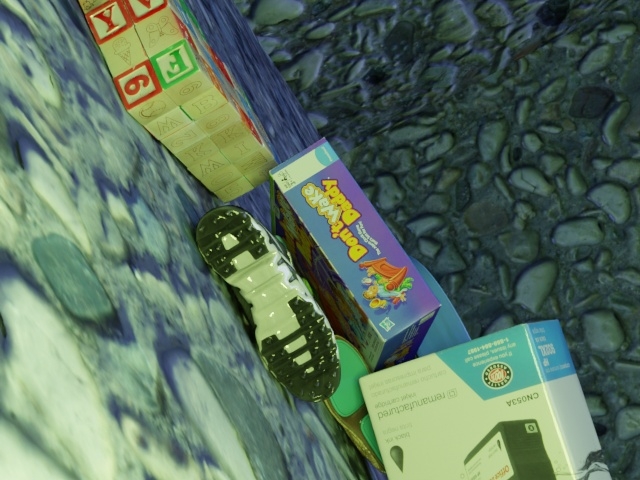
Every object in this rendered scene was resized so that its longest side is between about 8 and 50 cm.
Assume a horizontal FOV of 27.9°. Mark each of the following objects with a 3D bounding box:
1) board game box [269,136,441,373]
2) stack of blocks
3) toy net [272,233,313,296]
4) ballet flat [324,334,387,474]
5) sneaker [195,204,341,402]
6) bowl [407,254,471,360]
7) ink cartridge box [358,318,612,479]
[{"bbox_3d":[0.033,0.043,1.577,0.233,0.078,0.347,56,-10,13],"label":"board game box"},{"bbox_3d":[-0.152,-0.176,1.449,0.171,0.087,0.297,64,6,23],"label":"stack of blocks"},{"bbox_3d":[-0.046,0.067,1.487,0.122,0.045,0.232,62,7,-19],"label":"toy net"},{"bbox_3d":[0.039,0.200,1.569,0.067,0.073,0.206,12,-47,60],"label":"ballet flat"},{"bbox_3d":[-0.046,0.056,1.333,0.234,0.078,0.106,59,8,-12],"label":"sneaker"},{"bbox_3d":[0.152,0.212,1.868,0.391,0.077,0.391,159,-90,-78],"label":"bowl"},{"bbox_3d":[0.204,0.269,1.484,0.129,0.223,0.307,3,68,-64],"label":"ink cartridge box"}]
